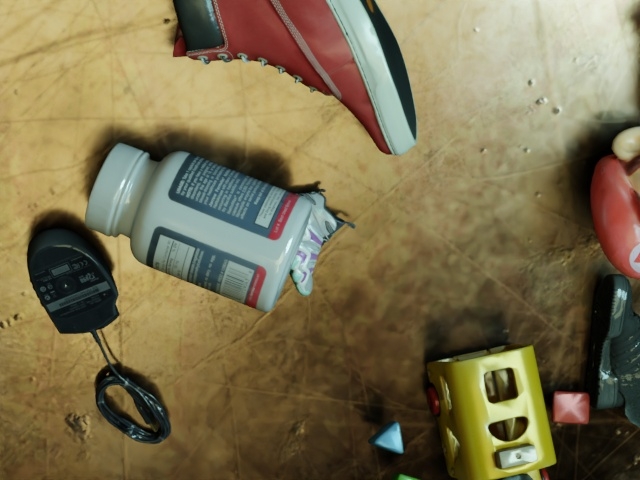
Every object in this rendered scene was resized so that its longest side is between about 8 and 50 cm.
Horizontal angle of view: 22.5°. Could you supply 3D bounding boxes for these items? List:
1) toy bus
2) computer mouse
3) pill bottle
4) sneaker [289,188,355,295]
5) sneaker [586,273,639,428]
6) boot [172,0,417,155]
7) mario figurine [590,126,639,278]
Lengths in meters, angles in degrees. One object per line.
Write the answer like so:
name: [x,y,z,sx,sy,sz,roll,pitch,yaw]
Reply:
toy bus: [0.169,0.194,1.511,0.202,0.104,0.191,33,81,-8]
computer mouse: [-0.200,0.088,1.481,0.071,0.041,0.242,-19,116,6]
pill bottle: [-0.108,-0.017,1.411,0.180,0.108,0.108,22,103,2]
sneaker: [0.000,0.000,1.481,0.069,0.038,0.098,-13,109,-4]
sneaker: [0.309,0.111,1.564,0.089,0.051,0.170,0,112,-10]
boot: [-0.027,-0.158,1.414,0.176,0.088,0.244,-21,120,15]
mario figurine: [0.381,-0.088,1.444,0.198,0.170,0.320,43,89,16]
